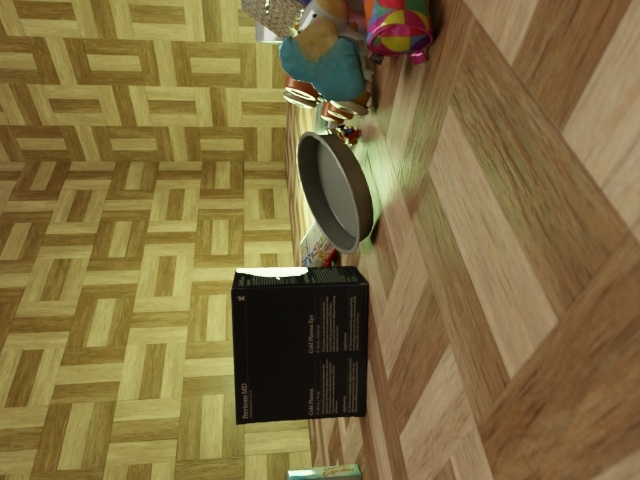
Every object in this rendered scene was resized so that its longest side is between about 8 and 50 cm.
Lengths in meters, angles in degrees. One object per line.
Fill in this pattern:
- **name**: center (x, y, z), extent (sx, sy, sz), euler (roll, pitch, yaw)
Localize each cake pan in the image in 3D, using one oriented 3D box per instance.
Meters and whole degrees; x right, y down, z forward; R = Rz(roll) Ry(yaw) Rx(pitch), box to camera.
- **cake pan**: center (0.033, -0.112, 1.115), extent (0.293, 0.054, 0.293), euler (55, 158, 35)

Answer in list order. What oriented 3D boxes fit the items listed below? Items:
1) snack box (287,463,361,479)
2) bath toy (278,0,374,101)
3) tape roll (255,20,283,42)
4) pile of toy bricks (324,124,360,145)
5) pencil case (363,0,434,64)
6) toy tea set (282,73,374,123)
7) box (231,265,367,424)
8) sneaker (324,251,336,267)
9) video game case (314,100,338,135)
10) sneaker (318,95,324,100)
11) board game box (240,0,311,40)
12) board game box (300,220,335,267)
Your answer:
- **snack box**: center (0.011, 0.750, 1.265), extent (0.060, 0.187, 0.322), euler (-140, 49, -80)
- **bath toy**: center (0.028, -0.356, 0.841), extent (0.348, 0.129, 0.151), euler (-73, -25, -54)
- **tape roll**: center (-0.050, -0.605, 1.287), extent (0.246, 0.246, 0.169), euler (-112, 22, -69)
- **pile of toy bricks**: center (0.042, -0.226, 1.260), extent (0.105, 0.118, 0.212), euler (58, 172, -18)
- **pencil case**: center (0.107, -0.379, 0.700), extent (0.104, 0.104, 0.236), euler (138, 131, -80)
- **toy tea set**: center (0.018, -0.362, 1.118), extent (0.336, 0.200, 0.124), euler (-125, 55, -80)
- **box**: center (-0.056, 0.248, 1.207), extent (0.179, 0.312, 0.343), euler (-124, 34, -77)
- **sneaker**: center (0.004, 0.095, 1.599), extent (0.128, 0.087, 0.221), euler (161, 106, -83)
- **video game case**: center (0.013, -0.303, 1.649), extent (0.300, 0.036, 0.329), euler (-103, 14, -56)
- **sneaker**: center (0.004, -0.512, 1.507), extent (0.121, 0.079, 0.217), euler (101, 165, -51)
- **board game box**: center (-0.017, -0.557, 0.925), extent (0.291, 0.141, 0.232), euler (-57, 9, -1)
- **board game box**: center (0.000, 0.000, 1.502), extent (0.193, 0.045, 0.147), euler (-57, 28, 36)
